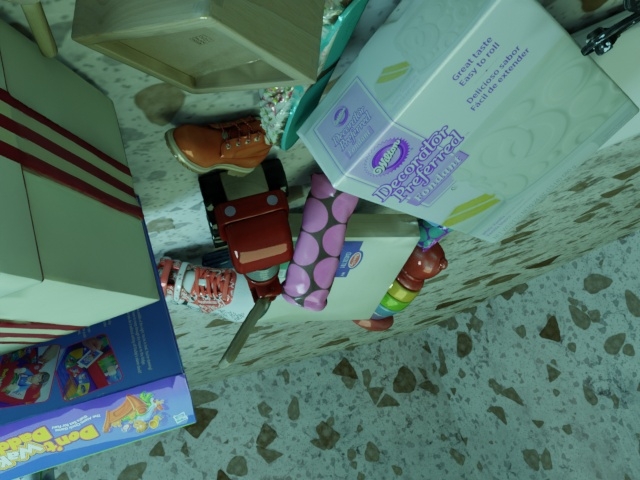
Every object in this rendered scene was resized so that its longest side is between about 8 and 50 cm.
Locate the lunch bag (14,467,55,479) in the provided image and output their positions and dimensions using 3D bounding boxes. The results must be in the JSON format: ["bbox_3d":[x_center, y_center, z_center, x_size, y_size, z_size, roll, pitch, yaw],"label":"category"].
[{"bbox_3d":[-0.778,0.416,1.276,0.386,0.327,0.239,-16,162,-13],"label":"lunch bag"}]

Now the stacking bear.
[{"bbox_3d":[0.195,0.092,1.580,0.289,0.175,0.164,-42,160,34],"label":"stacking bear"}]

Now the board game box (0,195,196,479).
[{"bbox_3d":[-0.295,0.088,0.715,0.233,0.347,0.078,-14,128,-15],"label":"board game box"}]

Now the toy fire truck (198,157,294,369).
[{"bbox_3d":[-0.103,0.040,0.902,0.159,0.246,0.217,-15,164,-11],"label":"toy fire truck"}]

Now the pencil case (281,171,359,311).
[{"bbox_3d":[0.000,0.000,0.977,0.095,0.209,0.098,15,-168,-15],"label":"pencil case"}]

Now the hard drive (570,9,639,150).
[{"bbox_3d":[0.332,-0.182,0.862,0.353,0.047,0.233,-23,146,3],"label":"hard drive"}]

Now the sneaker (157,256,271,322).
[{"bbox_3d":[-0.201,0.083,1.076,0.145,0.090,0.270,19,167,-32],"label":"sneaker"}]

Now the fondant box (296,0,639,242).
[{"bbox_3d":[0.173,-0.131,0.683,0.330,0.096,0.238,15,126,-45],"label":"fondant box"}]

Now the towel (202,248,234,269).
[{"bbox_3d":[-0.199,0.052,1.226,0.067,0.029,0.119,-15,163,-13],"label":"towel"}]

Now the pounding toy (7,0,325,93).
[{"bbox_3d":[-0.127,-0.179,0.436,0.181,0.094,0.206,4,176,31],"label":"pounding toy"}]

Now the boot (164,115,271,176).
[{"bbox_3d":[-0.109,-0.120,0.729,0.085,0.059,0.158,-31,168,28],"label":"boot"}]

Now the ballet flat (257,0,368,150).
[{"bbox_3d":[-0.021,-0.179,0.594,0.091,0.077,0.241,-49,177,-32],"label":"ballet flat"}]

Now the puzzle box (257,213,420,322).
[{"bbox_3d":[0.014,0.068,1.260,0.272,0.052,0.409,0,152,-11],"label":"puzzle box"}]

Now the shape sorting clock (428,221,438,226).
[{"bbox_3d":[0.121,-0.078,0.897,0.040,0.206,0.206,-55,154,10],"label":"shape sorting clock"}]

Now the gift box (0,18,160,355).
[{"bbox_3d":[-0.317,-0.015,0.493,0.276,0.255,0.258,-24,165,6],"label":"gift box"}]

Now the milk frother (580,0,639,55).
[{"bbox_3d":[0.256,-0.253,0.536,0.129,0.134,0.143,-2,158,-43],"label":"milk frother"}]

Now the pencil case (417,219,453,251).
[{"bbox_3d":[0.269,-0.036,1.369,0.064,0.070,0.152,-5,160,-39],"label":"pencil case"}]
